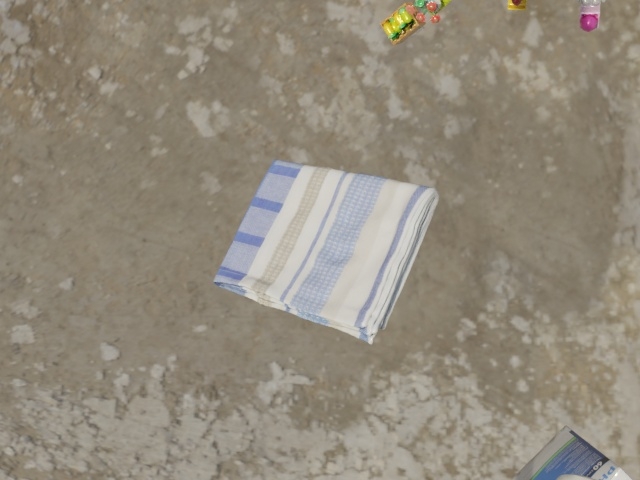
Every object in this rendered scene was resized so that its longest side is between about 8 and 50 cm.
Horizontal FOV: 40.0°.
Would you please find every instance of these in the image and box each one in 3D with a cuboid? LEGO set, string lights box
[{"bbox_3d":[0.199,-0.298,1.077,0.107,0.287,0.132,-71,151,-46],"label":"LEGO set"},{"bbox_3d":[0.390,0.380,1.336,0.077,0.259,0.133,45,91,-2],"label":"string lights box"}]

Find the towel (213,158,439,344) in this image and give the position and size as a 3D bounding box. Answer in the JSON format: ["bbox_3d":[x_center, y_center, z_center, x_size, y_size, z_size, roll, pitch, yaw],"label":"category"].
[{"bbox_3d":[0.000,0.000,1.129,0.034,0.285,0.209,40,71,-48],"label":"towel"}]

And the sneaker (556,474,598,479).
[{"bbox_3d":[0.207,0.286,0.563,0.151,0.094,0.256,-34,76,-18],"label":"sneaker"}]
